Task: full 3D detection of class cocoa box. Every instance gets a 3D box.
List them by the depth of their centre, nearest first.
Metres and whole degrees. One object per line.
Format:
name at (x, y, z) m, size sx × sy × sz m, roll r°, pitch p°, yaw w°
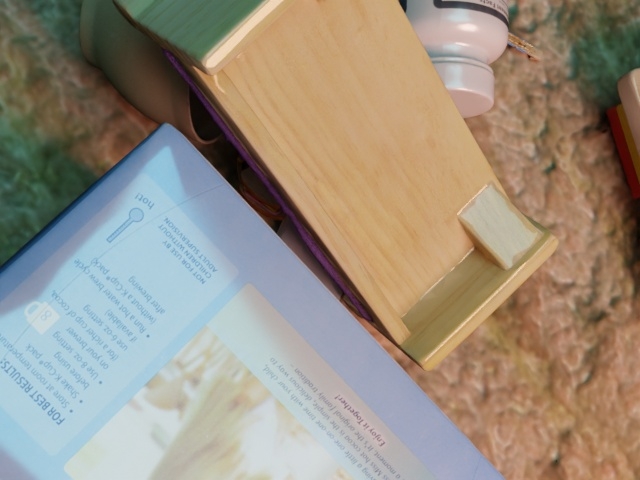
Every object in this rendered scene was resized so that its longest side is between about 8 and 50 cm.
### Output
cocoa box at (-0.081, 0.137, 0.786) m, size 0.347 × 0.228 × 0.231 m, roll 47°, pitch 72°, yaw -6°

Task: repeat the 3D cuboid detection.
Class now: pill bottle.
pill bottle at (0.106, -0.201, 0.999) m, size 0.107 × 0.108 × 0.180 m, roll 6°, pitch 77°, yaw -19°

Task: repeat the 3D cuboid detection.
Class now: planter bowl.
planter bowl at (-0.116, -0.166, 0.897) m, size 0.109 × 0.162 × 0.162 m, roll 17°, pitch 72°, yaw 12°

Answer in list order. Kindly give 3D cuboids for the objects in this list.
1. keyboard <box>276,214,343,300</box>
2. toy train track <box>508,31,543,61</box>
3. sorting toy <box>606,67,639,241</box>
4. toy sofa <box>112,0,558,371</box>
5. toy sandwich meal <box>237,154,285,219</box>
keyboard at (0.000, 0.000, 0.972) m, size 0.072 × 0.014 × 0.256 m, roll 31°, pitch 70°, yaw -17°
toy train track at (0.166, -0.185, 1.070) m, size 0.083 × 0.014 × 0.048 m, roll 24°, pitch 64°, yaw -20°
sorting toy at (0.401, -0.046, 1.086) m, size 0.257 × 0.089 × 0.256 m, roll -14°, pitch 84°, yaw -23°
toy sofa at (0.012, -0.084, 0.842) m, size 0.150 × 0.177 × 0.362 m, roll -44°, pitch 133°, yaw -7°
toy sandwich meal at (-0.031, -0.060, 0.952) m, size 0.085 × 0.029 × 0.086 m, roll 2°, pitch 72°, yaw -6°
